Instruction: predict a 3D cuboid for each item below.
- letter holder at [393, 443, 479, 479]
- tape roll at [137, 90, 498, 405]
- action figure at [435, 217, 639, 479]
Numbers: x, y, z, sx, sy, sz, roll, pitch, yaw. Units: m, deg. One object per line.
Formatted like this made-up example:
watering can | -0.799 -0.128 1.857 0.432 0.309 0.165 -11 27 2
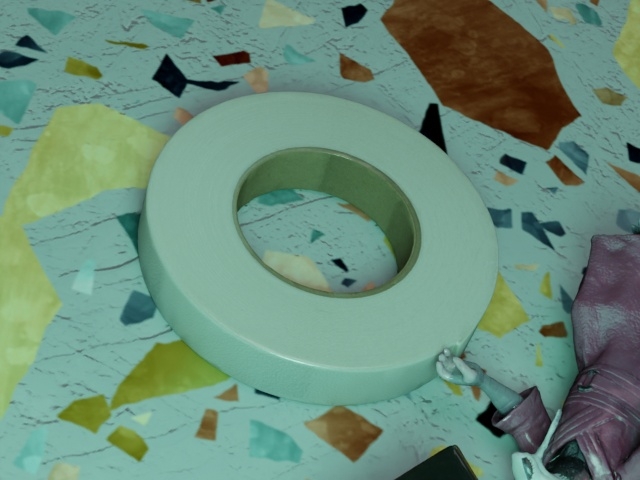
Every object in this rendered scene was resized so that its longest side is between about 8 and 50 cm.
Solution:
letter holder | 0.148 0.366 1.281 0.152 0.214 0.302 -32 62 -1
tape roll | 0.000 0.000 1.572 0.392 0.072 0.392 9 49 -10
action figure | 0.295 0.168 1.495 0.248 0.275 0.370 16 59 39
